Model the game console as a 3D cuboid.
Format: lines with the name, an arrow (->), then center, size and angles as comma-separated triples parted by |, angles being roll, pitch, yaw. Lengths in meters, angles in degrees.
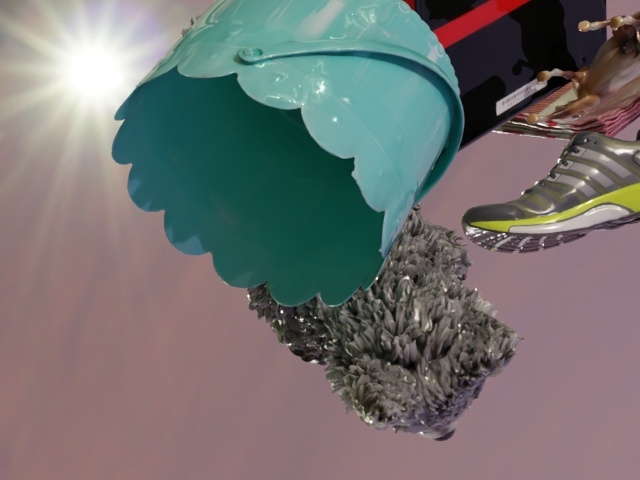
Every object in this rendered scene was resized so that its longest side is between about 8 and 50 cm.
game console -> 0.214, -0.306, 2.113 | 0.060, 0.342, 0.386 | 21, -141, 38

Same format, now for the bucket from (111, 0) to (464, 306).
bucket -> -0.022, -0.096, 1.524 | 0.183, 0.281, 0.281 | -57, -170, -32

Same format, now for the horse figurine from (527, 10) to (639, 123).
horse figurine -> 0.356, -0.228, 2.183 | 0.066, 0.174, 0.263 | 54, -53, 24

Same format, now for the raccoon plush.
raccoon plush -> 0.000, 0.000, 1.679 | 0.216, 0.446, 0.299 | -43, -164, 1

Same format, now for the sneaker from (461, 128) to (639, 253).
sneaker -> 0.306, -0.065, 2.161 | 0.111, 0.300, 0.121 | 132, -57, -71

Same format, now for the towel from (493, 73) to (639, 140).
towel -> 0.314, -0.211, 2.551 | 0.329, 0.037, 0.237 | 9, -152, 33
